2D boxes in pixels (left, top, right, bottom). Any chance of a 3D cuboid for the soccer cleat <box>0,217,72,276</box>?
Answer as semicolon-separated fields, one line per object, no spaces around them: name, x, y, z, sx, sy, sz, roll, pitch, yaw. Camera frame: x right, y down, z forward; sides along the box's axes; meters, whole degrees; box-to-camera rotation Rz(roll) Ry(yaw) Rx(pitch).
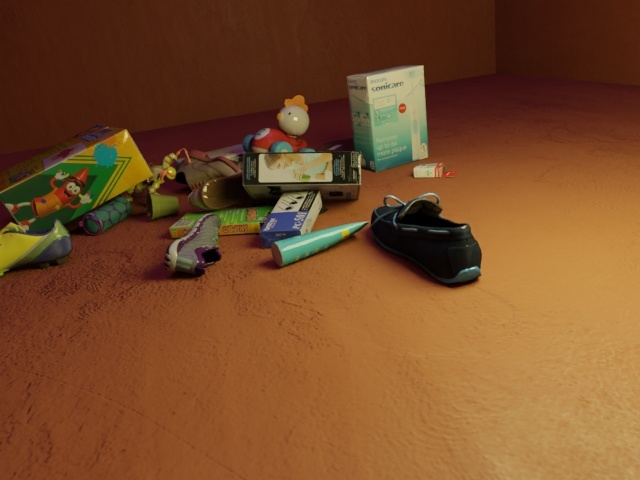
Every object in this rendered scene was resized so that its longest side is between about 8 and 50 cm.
soccer cleat;-0.734;0.019;1.249;0.289;0.121;0.093;-14;22;-14

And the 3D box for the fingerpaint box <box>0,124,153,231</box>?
fingerpaint box;-0.759;-0.194;1.630;0.371;0.163;0.445;-35;28;-21

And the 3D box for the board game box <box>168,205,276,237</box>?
board game box;-0.237;-0.049;1.359;0.260;0.039;0.124;-6;21;14

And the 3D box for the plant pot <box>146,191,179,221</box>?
plant pot;-0.444;-0.098;1.518;0.079;0.083;0.083;-5;17;-30

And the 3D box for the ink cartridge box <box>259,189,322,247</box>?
ink cartridge box;-0.065;-0.053;1.260;0.097;0.046;0.207;-2;29;15

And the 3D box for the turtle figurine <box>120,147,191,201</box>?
turtle figurine;-0.532;-0.185;1.686;0.217;0.087;0.269;-15;50;27

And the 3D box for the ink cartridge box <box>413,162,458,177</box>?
ink cartridge box;0.333;-0.204;1.551;0.115;0.029;0.063;2;23;27

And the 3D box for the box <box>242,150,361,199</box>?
box;-0.043;-0.162;1.371;0.290;0.087;0.169;0;-8;1

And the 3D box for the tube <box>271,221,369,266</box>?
tube;0.000;0.000;1.123;0.207;0.052;0.080;-18;-5;-24

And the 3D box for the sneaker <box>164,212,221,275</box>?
sneaker;-0.248;0.015;1.175;0.098;0.083;0.223;17;31;7

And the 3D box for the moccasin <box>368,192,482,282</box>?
moccasin;0.204;-0.031;1.037;0.138;0.116;0.342;-16;22;-20

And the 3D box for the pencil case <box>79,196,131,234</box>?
pencil case;-0.599;-0.070;1.506;0.070;0.064;0.151;11;25;11

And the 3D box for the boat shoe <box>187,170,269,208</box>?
boat shoe;-0.230;-0.142;1.478;0.089;0.104;0.285;-5;5;43

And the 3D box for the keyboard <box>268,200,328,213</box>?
keyboard;-0.073;-0.087;1.415;0.108;0.023;0.180;-22;24;-31

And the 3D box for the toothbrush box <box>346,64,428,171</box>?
toothbrush box;0.217;-0.391;1.708;0.216;0.295;0.126;-18;23;-25

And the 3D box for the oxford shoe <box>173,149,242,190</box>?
oxford shoe;-0.344;-0.190;1.703;0.348;0.123;0.130;19;62;45

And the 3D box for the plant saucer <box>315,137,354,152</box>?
plant saucer;0.105;-0.328;1.942;0.278;0.041;0.278;-8;22;3

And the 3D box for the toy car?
toy car;-0.120;-0.384;1.834;0.210;0.237;0.219;8;10;-40

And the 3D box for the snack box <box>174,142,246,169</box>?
snack box;-0.364;-0.303;2.020;0.322;0.060;0.187;-19;23;-27
